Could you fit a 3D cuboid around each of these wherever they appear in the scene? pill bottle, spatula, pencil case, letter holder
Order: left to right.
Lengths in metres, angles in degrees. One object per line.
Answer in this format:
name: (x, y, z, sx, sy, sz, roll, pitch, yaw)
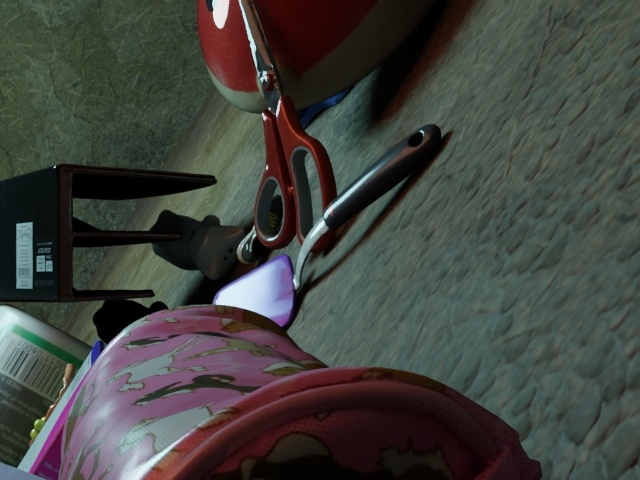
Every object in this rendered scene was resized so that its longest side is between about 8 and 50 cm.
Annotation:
pill bottle: (-0.402, 0.278, 1.439, 0.361, 0.204, 0.204, -60, 13, -13)
letter holder: (-0.273, -0.001, 1.429, 0.302, 0.214, 0.152, -4, 86, 57)
pencil case: (-0.035, 0.115, 0.549, 0.160, 0.167, 0.386, -64, 14, -6)
spatula: (0.000, 0.000, 0.968, 0.296, 0.030, 0.084, -45, 36, 35)

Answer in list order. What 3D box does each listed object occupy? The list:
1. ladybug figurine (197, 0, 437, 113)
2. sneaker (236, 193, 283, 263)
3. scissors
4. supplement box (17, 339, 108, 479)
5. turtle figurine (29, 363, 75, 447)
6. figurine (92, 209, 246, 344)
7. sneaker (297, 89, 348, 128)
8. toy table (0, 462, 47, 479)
ladybug figurine: (-0.003, -0.311, 1.248, 0.305, 0.162, 0.449, -17, 37, 27)
sneaker: (-0.057, -0.010, 1.241, 0.035, 0.031, 0.083, 12, 73, 62)
scissors: (-0.034, -0.131, 1.059, 0.109, 0.021, 0.297, -16, 76, 50)
supplement box: (-0.227, 0.226, 1.121, 0.220, 0.114, 0.111, -56, 14, 0)
turtle figurine: (-0.275, 0.264, 1.274, 0.269, 0.087, 0.217, 99, -166, -73)
figurine: (-0.176, 0.058, 1.417, 0.215, 0.092, 0.209, -58, 21, -6)
sneaker: (-0.032, -0.196, 1.433, 0.081, 0.090, 0.232, -63, 14, -20)
toy table: (-0.178, 0.240, 0.677, 0.274, 0.252, 0.161, 18, 85, 43)
